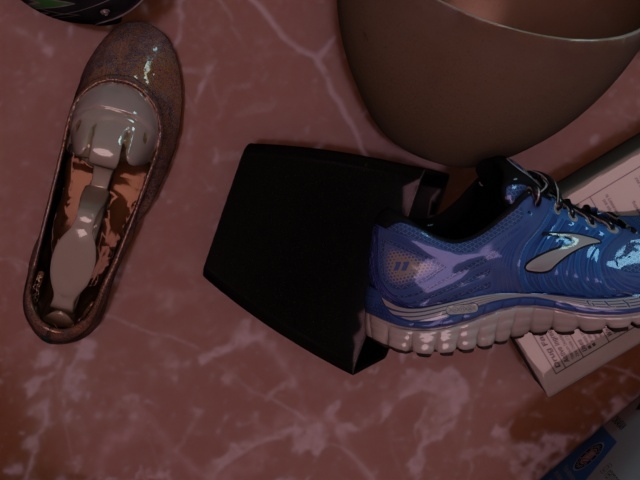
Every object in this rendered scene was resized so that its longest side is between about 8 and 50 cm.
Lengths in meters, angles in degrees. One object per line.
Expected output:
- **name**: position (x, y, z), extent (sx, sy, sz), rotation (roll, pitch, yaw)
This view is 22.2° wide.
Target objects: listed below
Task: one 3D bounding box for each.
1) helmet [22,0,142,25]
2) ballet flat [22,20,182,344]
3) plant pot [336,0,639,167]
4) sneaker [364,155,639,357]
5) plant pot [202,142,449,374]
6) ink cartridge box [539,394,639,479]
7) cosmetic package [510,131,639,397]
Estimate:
- **helmet**: position (-0.217, -0.273, 1.463), extent (0.169, 0.161, 0.169), rotation (0, 95, 0)
- **ballet flat**: position (-0.201, -0.049, 1.509), extent (0.107, 0.106, 0.316), rotation (14, 94, -1)
- **plant pot**: position (0.134, -0.177, 1.442), extent (0.284, 0.284, 0.191), rotation (17, 126, -2)
- **sneaker**: position (0.194, 0.000, 1.363), extent (0.330, 0.130, 0.147), rotation (-9, 102, -17)
- **plant pot**: position (0.000, 0.000, 1.484), extent (0.167, 0.188, 0.187), rotation (19, 95, 10)
- **ink cartridge box**: position (0.403, 0.179, 1.441), extent (0.395, 0.285, 0.166), rotation (-41, 93, 2)
- **cosmetic package**: position (0.297, -0.005, 1.512), extent (0.309, 0.113, 0.160), rotation (-30, 95, 3)
